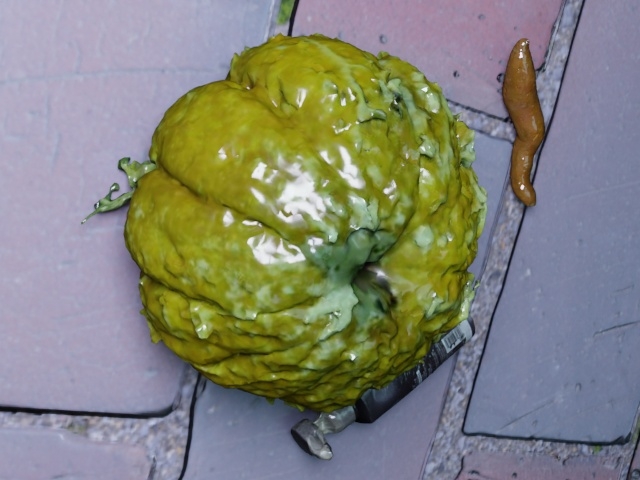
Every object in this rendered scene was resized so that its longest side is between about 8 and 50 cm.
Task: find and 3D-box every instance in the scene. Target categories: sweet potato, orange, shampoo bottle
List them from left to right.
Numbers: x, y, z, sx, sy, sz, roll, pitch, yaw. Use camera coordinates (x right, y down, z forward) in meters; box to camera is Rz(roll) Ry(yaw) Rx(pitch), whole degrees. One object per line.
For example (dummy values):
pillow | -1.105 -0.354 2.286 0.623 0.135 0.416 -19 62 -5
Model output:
orange | 0.000 0.000 0.823 0.300 0.223 0.301 -38 123 -16
shampoo bottle | 0.059 0.131 1.001 0.207 0.063 0.057 -37 111 -22
sweet potato | 0.205 -0.119 1.053 0.044 0.044 0.179 -26 124 -28
